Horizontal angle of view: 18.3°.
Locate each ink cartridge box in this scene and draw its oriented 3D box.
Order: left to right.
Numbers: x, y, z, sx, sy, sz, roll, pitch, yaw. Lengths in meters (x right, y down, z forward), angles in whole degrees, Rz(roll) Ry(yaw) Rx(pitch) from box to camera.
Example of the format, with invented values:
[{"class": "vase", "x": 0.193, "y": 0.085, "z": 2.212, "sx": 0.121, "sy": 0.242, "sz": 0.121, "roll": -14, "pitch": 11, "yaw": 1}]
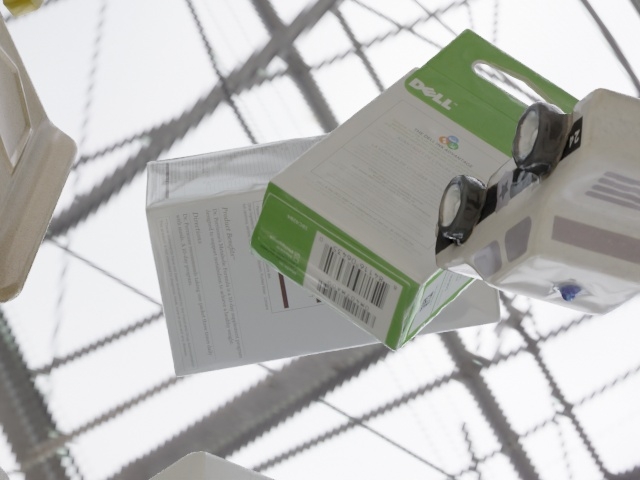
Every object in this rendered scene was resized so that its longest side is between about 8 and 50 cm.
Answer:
[{"class": "ink cartridge box", "x": 0.066, "y": -0.034, "z": 1.174, "sx": 0.109, "sy": 0.209, "sz": 0.062, "roll": 34, "pitch": -43, "yaw": 17}]

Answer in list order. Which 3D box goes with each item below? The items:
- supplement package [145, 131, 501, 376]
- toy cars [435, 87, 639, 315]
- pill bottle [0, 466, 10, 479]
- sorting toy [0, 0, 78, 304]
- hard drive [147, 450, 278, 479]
[{"class": "supplement package", "x": 0.000, "y": 0.000, "z": 1.486, "sx": 0.244, "sy": 0.139, "sz": 0.133, "roll": -9, "pitch": -72, "yaw": -1}, {"class": "toy cars", "x": 0.218, "y": -0.009, "z": 0.950, "sx": 0.394, "sy": 0.176, "sz": 0.087, "roll": -7, "pitch": -118, "yaw": 28}, {"class": "pill bottle", "x": -0.253, "y": 0.215, "z": 1.280, "sx": 0.094, "sy": 0.094, "sz": 0.169, "roll": 41, "pitch": -52, "yaw": 22}, {"class": "sorting toy", "x": -0.227, "y": -0.124, "z": 1.241, "sx": 0.041, "sy": 0.307, "sz": 0.229, "roll": -18, "pitch": -63, "yaw": 16}, {"class": "hard drive", "x": -0.007, "y": 0.247, "z": 1.245, "sx": 0.233, "sy": 0.353, "sz": 0.047, "roll": -36, "pitch": -137, "yaw": 36}]
